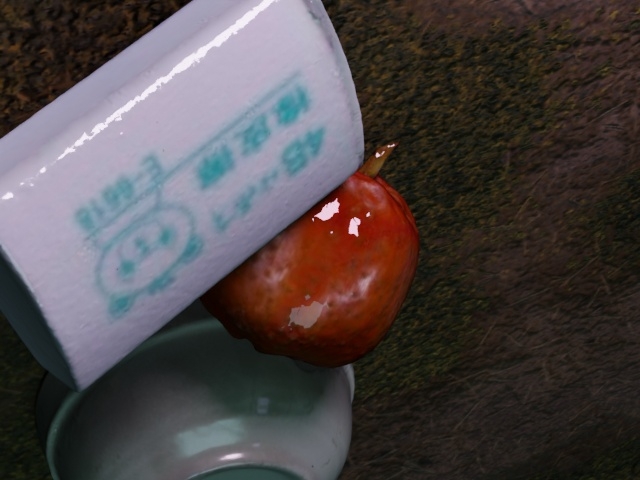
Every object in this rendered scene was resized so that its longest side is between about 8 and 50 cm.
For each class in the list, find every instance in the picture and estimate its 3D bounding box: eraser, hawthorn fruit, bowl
[{"bbox_3d":[-0.109,-0.049,1.147,0.290,0.104,0.189,-40,138,-20],"label":"eraser"},{"bbox_3d":[0.000,0.000,1.314,0.179,0.179,0.200,21,111,-43],"label":"hawthorn fruit"},{"bbox_3d":[-0.102,0.188,1.496,0.307,0.163,0.307,-12,141,-10],"label":"bowl"}]
